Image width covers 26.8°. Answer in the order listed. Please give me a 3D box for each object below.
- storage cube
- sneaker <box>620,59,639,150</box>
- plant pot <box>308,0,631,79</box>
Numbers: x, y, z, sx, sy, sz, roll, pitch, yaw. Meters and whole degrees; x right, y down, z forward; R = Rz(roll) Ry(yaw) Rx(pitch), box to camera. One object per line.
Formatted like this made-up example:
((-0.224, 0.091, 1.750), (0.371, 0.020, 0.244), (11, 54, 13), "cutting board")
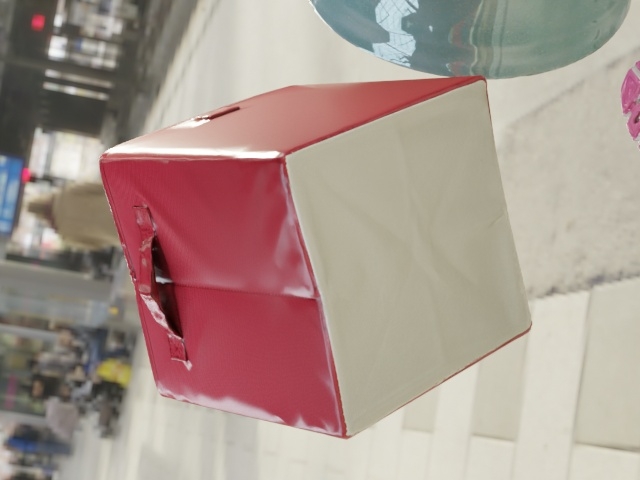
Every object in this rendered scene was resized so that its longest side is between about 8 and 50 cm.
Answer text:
((0.000, 0.000, 0.896), (0.193, 0.215, 0.184), (4, 112, 49), "storage cube")
((0.288, -0.069, 0.960), (0.170, 0.074, 0.063), (47, 125, 31), "sneaker")
((0.131, -0.303, 1.119), (0.196, 0.293, 0.293), (92, 178, -46), "plant pot")
